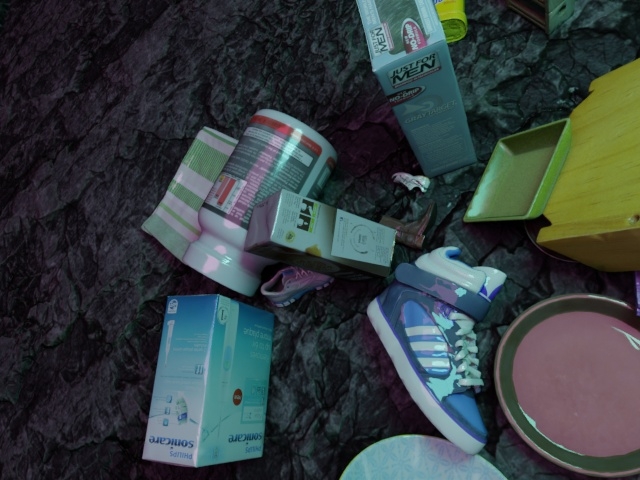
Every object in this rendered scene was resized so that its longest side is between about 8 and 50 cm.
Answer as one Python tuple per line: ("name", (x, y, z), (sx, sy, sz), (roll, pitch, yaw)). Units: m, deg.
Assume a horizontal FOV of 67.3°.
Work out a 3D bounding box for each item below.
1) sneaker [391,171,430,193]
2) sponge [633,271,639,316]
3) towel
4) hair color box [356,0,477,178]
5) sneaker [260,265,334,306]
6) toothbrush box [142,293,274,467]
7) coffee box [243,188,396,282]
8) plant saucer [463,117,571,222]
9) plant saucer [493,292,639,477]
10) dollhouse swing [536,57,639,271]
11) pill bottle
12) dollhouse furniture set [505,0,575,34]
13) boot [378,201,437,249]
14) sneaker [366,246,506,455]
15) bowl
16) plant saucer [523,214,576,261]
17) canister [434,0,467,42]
("sneaker", (0.185, -0.119, 1.005), (0.083, 0.032, 0.037), (12, 79, 30))
("sponge", (0.588, 0.077, 0.711), (0.210, 0.031, 0.117), (5, 40, 28))
("towel", (-0.315, -0.126, 1.219), (0.248, 0.038, 0.325), (29, 86, 41))
("hair color box", (0.183, -0.282, 0.865), (0.113, 0.374, 0.185), (-18, 65, 19))
("sneaker", (-0.043, 0.076, 1.016), (0.190, 0.083, 0.071), (-34, 59, 10))
("toothbrush box", (-0.206, 0.272, 0.946), (0.126, 0.216, 0.296), (-4, 70, 25))
("coffee box", (0.000, 0.000, 0.907), (0.141, 0.246, 0.098), (-17, 59, 61))
("plant saucer", (0.359, -0.109, 0.864), (0.045, 0.188, 0.188), (28, 83, -14))
("plant saucer", (0.424, 0.223, 0.765), (0.277, 0.041, 0.278), (-8, 69, 22))
("dollhouse swing", (0.598, -0.089, 0.752), (0.347, 0.305, 0.315), (-65, 17, -17))
("pill bottle", (-0.133, -0.077, 1.039), (0.210, 0.210, 0.363), (26, 84, 30))
("dollhouse furniture set", (0.483, -0.547, 0.960), (0.183, 0.129, 0.129), (-40, 60, 7))
("boot", (0.172, -0.041, 0.984), (0.114, 0.037, 0.106), (16, 77, 34))
("sneaker", (0.241, 0.157, 0.818), (0.236, 0.130, 0.323), (-42, 53, 14))
("bowl", (0.159, 0.461, 0.721), (0.289, 0.289, 0.156), (17, 123, 29))
("plant saucer", (0.452, -0.039, 0.852), (0.168, 0.029, 0.168), (-9, 68, 24))
("canister", (0.266, -0.538, 1.094), (0.126, 0.073, 0.170), (-4, 69, 24))
